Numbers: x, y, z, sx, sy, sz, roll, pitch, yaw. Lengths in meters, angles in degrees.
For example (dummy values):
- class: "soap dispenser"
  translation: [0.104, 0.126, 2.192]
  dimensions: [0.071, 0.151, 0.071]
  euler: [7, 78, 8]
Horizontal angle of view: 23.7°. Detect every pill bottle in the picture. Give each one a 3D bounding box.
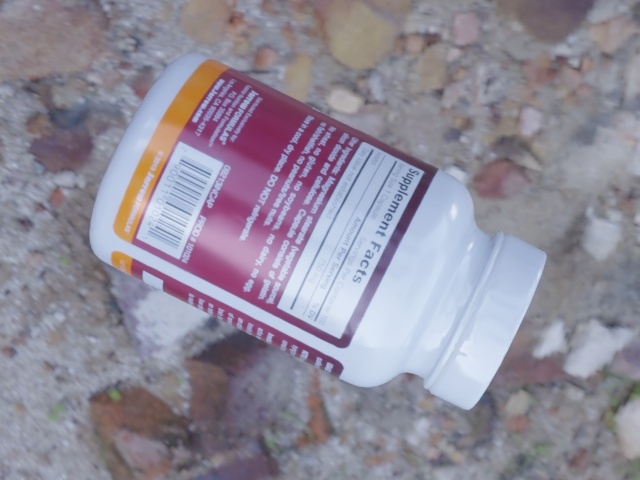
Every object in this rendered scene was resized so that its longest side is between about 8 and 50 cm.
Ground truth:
- class: "pill bottle"
  translation: [0.000, 0.000, 0.556]
  dimensions: [0.152, 0.086, 0.086]
  euler: [27, 89, 3]
